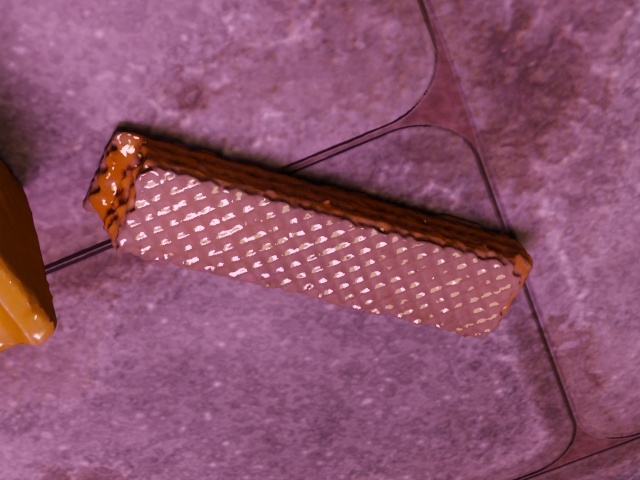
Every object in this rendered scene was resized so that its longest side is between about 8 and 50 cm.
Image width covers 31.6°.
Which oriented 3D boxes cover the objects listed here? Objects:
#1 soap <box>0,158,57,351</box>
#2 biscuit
[{"bbox_3d":[-0.299,-0.076,0.721,0.096,0.204,0.324,-30,131,-2],"label":"soap"},{"bbox_3d":[0.000,0.000,0.937,0.378,0.054,0.094,15,124,-22],"label":"biscuit"}]
